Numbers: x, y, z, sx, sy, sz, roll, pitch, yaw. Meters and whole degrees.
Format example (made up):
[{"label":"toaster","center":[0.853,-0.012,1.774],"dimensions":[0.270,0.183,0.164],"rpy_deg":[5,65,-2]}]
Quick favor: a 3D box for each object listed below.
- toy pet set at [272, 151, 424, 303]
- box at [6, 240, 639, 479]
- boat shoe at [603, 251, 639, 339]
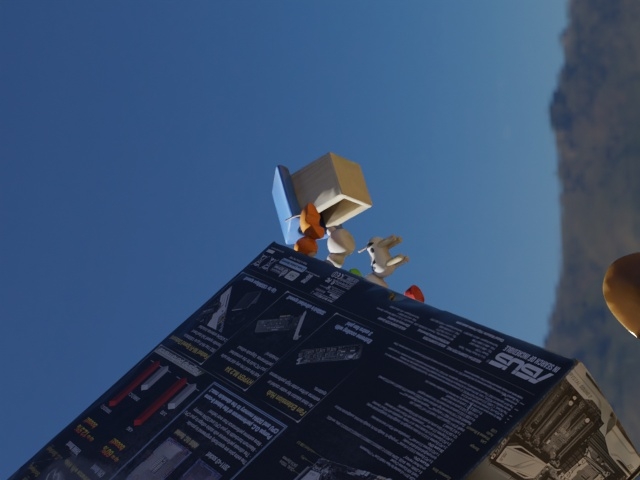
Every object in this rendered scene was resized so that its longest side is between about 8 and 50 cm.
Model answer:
[{"label":"toy pet set","center":[0.000,0.000,0.973],"dimensions":[0.122,0.065,0.114],"rpy_deg":[19,-132,-53]},{"label":"box","center":[-0.022,0.129,0.753],"dimensions":[0.242,0.307,0.076],"rpy_deg":[-43,-62,-16]},{"label":"boat shoe","center":[0.303,0.062,1.017],"dimensions":[0.073,0.207,0.073],"rpy_deg":[-69,-13,11]}]
